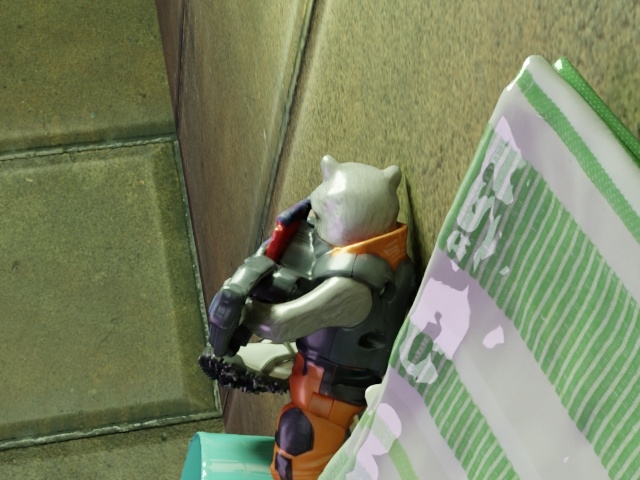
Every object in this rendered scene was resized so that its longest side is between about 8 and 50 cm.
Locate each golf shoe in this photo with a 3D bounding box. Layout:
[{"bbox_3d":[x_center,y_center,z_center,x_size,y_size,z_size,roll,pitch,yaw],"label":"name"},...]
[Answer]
[{"bbox_3d":[-0.038,0.110,1.329,0.077,0.198,0.094,-4,74,45],"label":"golf shoe"}]

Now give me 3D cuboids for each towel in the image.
[{"bbox_3d":[0.096,0.103,0.667,0.325,0.038,0.248,-66,34,30],"label":"towel"}]

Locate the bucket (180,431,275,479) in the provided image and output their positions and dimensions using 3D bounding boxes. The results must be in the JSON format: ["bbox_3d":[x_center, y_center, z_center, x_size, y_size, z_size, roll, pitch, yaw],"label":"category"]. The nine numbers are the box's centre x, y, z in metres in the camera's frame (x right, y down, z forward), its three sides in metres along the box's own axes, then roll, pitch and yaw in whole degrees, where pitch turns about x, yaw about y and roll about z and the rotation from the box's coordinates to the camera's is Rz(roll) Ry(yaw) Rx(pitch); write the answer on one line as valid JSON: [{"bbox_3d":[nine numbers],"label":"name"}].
[{"bbox_3d":[-0.054,0.325,1.349,0.281,0.183,0.281,-171,90,-80],"label":"bucket"}]

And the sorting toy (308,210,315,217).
[{"bbox_3d":[0.000,0.000,1.483,0.062,0.012,0.083,-142,49,-68],"label":"sorting toy"}]

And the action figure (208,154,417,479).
[{"bbox_3d":[0.028,0.080,1.174,0.341,0.178,0.330,-50,-33,-63],"label":"action figure"}]

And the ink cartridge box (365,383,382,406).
[{"bbox_3d":[0.096,0.183,0.825,0.067,0.115,0.198,99,162,-59],"label":"ink cartridge box"}]
